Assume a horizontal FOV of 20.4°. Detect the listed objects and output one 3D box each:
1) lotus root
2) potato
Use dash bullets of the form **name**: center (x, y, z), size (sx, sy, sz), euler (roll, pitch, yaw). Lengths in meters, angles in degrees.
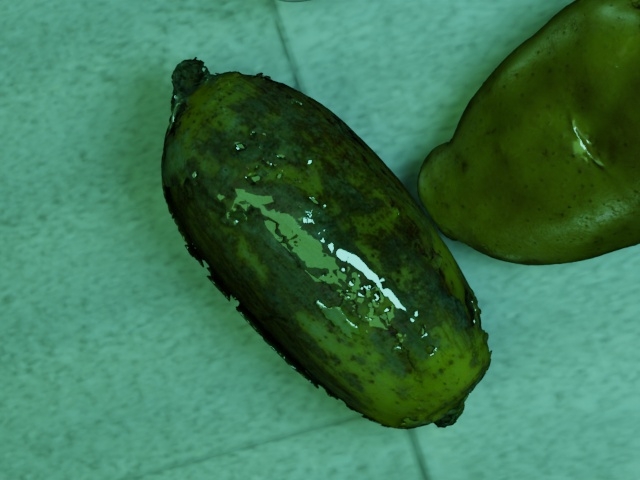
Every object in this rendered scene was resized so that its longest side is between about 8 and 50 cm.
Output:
- **lotus root**: center (0.000, 0.000, 1.568), size (0.397, 0.179, 0.196), euler (47, 150, 1)
- **potato**: center (0.245, -0.096, 1.480), size (0.369, 0.176, 0.195), euler (-32, 131, 29)
